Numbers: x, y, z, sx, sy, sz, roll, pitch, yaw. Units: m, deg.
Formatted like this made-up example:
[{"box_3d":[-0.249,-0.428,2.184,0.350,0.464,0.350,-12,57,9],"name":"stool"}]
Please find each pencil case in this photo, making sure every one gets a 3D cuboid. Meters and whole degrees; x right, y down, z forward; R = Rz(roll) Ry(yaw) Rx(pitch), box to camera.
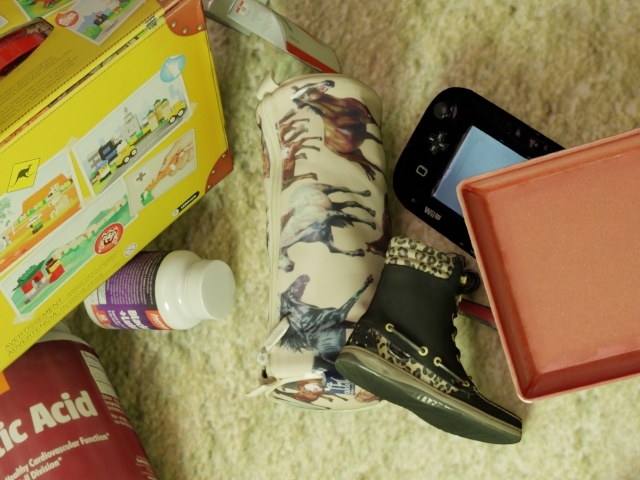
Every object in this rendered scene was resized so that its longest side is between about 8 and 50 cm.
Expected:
[{"box_3d":[0.000,0.000,1.571,0.160,0.183,0.410,-20,67,45],"name":"pencil case"}]

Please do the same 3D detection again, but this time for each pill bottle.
[{"box_3d":[-0.366,0.262,1.703,0.224,0.224,0.392,-42,60,16],"name":"pill bottle"},{"box_3d":[-0.215,0.067,1.732,0.193,0.108,0.108,-2,76,32],"name":"pill bottle"}]

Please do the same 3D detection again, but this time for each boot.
[{"box_3d":[0.148,0.116,1.468,0.085,0.236,0.178,-36,29,62],"name":"boot"}]

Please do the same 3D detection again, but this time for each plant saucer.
[{"box_3d":[0.307,0.022,1.395,0.259,0.048,0.258,-16,92,15],"name":"plant saucer"}]

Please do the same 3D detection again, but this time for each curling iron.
[{"box_3d":[0.229,0.085,1.497,0.274,0.035,0.068,27,92,34],"name":"curling iron"}]

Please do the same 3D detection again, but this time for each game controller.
[{"box_3d":[0.225,-0.050,1.517,0.319,0.067,0.166,38,98,34],"name":"game controller"}]

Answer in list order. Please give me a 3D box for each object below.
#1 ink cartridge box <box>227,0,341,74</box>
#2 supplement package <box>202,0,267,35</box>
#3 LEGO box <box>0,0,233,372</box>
[{"box_3d":[-0.017,-0.251,1.671,0.179,0.145,0.045,32,96,33],"name":"ink cartridge box"},{"box_3d":[-0.122,-0.396,1.797,0.105,0.105,0.179,29,94,34],"name":"supplement package"},{"box_3d":[-0.360,-0.092,1.575,0.193,0.372,0.500,37,66,24],"name":"LEGO box"}]
